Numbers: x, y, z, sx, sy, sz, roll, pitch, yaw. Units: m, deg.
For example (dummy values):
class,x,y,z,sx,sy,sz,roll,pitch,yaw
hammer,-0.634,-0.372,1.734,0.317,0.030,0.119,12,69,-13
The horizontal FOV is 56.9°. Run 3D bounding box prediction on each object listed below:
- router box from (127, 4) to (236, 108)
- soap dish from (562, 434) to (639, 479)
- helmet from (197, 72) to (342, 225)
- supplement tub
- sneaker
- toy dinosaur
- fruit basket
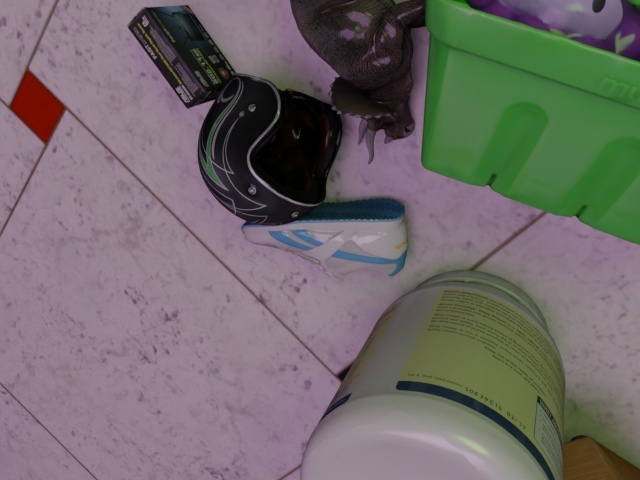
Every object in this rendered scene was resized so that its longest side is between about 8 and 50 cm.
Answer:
class,x,y,z,sx,sy,sz,roll,pitch,yaw
router box,-0.165,-0.230,0.731,0.038,0.092,0.122,-33,97,31
soap dish,0.278,0.355,0.736,0.290,0.118,0.229,-33,130,31
helmet,-0.065,-0.102,0.701,0.169,0.169,0.162,20,100,14
supplement tub,0.140,0.188,0.645,0.235,0.325,0.236,9,115,20
sneaker,0.000,0.000,0.766,0.228,0.087,0.092,3,118,25
toy dinosaur,0.035,-0.245,0.623,0.160,0.121,0.314,-29,103,17
fruit basket,0.283,-0.202,0.458,0.391,0.283,0.392,13,133,14
